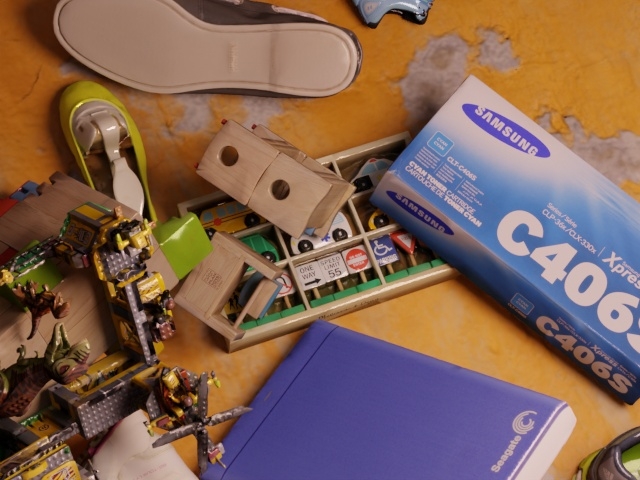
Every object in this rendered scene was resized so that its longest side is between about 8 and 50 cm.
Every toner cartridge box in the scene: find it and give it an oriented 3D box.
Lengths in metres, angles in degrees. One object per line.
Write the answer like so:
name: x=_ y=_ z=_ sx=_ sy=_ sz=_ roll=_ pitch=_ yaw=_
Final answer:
toner cartridge box: x=0.239 y=-0.003 z=1.855 sx=0.348 sy=0.075 sz=0.165 roll=38 pitch=60 yaw=5

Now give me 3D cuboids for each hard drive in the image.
hard drive: x=0.058 y=0.199 z=1.695 sx=0.318 sy=0.040 sz=0.210 roll=16 pitch=59 yaw=42

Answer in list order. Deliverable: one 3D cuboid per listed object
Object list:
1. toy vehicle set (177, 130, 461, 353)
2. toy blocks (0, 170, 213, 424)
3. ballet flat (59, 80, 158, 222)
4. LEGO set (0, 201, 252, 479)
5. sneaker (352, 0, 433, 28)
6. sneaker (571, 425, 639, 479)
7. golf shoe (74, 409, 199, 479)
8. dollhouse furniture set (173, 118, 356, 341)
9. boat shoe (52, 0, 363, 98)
toy vehicle set: x=0.000 y=0.000 z=1.877 sx=0.266 sy=0.035 sz=0.166 roll=-18 pitch=70 yaw=-13
toy blocks: x=-0.331 y=0.061 z=1.725 sx=0.381 sy=0.191 sz=0.261 roll=-43 pitch=41 yaw=-20
ballet flat: x=-0.217 y=-0.083 z=1.870 sx=0.077 sy=0.077 sz=0.231 roll=-16 pitch=69 yaw=-12
LEGO set: x=-0.221 y=0.126 z=1.528 sx=0.331 sy=0.255 sz=0.192 roll=-22 pitch=28 yaw=-33
sneaker: x=0.114 y=-0.279 z=2.008 sx=0.162 sy=0.063 sz=0.073 roll=-17 pitch=87 yaw=-8
sneaker: x=0.398 y=0.210 z=1.777 sx=0.300 sy=0.121 sz=0.111 roll=-20 pitch=70 yaw=-14
golf shoe: x=-0.204 y=0.287 z=1.652 sx=0.140 sy=0.115 sz=0.306 roll=40 pitch=44 yaw=-6
dollhouse furniture set: x=-0.077 y=-0.013 z=1.809 sx=0.129 sy=0.129 sz=0.184 roll=34 pitch=97 yaw=10
boat shoe: x=-0.120 y=-0.213 z=1.942 sx=0.335 sy=0.095 sz=0.112 roll=9 pitch=102 yaw=2
